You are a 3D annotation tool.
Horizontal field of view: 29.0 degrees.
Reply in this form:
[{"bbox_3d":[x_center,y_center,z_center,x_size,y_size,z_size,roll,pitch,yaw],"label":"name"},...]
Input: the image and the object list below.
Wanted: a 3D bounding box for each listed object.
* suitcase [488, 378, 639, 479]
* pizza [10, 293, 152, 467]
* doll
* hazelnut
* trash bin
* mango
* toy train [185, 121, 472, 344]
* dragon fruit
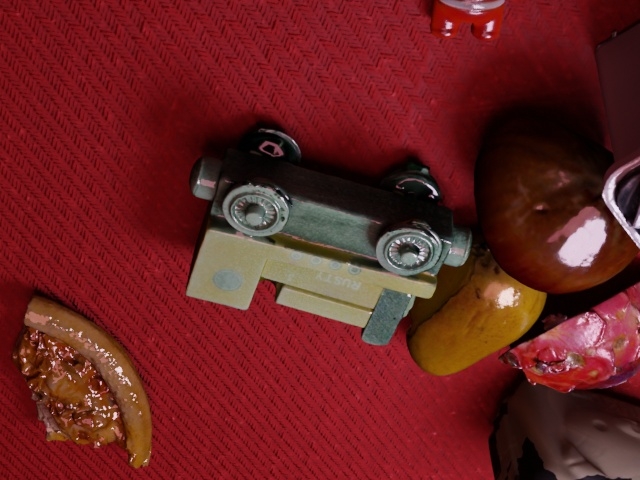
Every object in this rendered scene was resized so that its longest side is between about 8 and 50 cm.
[{"bbox_3d":[0.441,0.379,1.863,0.351,0.339,0.194,17,123,-11],"label":"suitcase"},{"bbox_3d":[-0.371,0.229,1.911,0.182,0.074,0.365,-19,122,2],"label":"pizza"},{"bbox_3d":[0.191,-0.355,1.513,0.142,0.076,0.245,0,129,-3],"label":"doll"},{"bbox_3d":[0.314,-0.051,1.635,0.217,0.217,0.251,-37,93,22],"label":"hazelnut"},{"bbox_3d":[0.491,-0.137,1.488,0.296,0.368,0.256,-32,121,22],"label":"trash bin"},{"bbox_3d":[0.219,0.098,1.795,0.167,0.130,0.262,31,124,-20],"label":"mango"},{"bbox_3d":[0.000,0.000,1.713,0.397,0.160,0.253,15,130,-9],"label":"toy train"},{"bbox_3d":[0.389,0.158,1.799,0.274,0.161,0.126,-29,76,17],"label":"dragon fruit"}]
